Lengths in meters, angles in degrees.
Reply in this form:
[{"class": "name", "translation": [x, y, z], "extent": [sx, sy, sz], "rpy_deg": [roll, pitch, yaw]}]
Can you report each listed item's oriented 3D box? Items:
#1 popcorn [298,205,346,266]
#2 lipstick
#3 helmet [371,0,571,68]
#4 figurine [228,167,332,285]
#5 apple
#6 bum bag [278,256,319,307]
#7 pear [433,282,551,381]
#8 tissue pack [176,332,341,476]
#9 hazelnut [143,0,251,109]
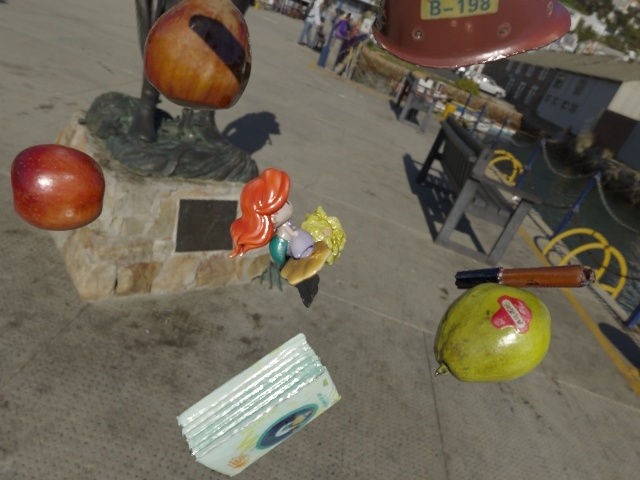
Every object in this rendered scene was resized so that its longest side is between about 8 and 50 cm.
[{"class": "popcorn", "translation": [0.000, 0.000, 1.967], "extent": [0.212, 0.259, 0.259], "rpy_deg": [30, 26, 10]}, {"class": "lipstick", "translation": [0.618, 0.116, 1.448], "extent": [0.418, 0.077, 0.077], "rpy_deg": [-7, -1, 45]}, {"class": "helmet", "translation": [0.281, -0.509, 0.866], "extent": [0.385, 0.230, 0.337], "rpy_deg": [6, 51, 18]}, {"class": "figurine", "translation": [-0.114, -0.026, 1.128], "extent": [0.257, 0.208, 0.181], "rpy_deg": [53, 33, -21]}, {"class": "apple", "translation": [-0.658, -0.131, 1.167], "extent": [0.201, 0.218, 0.218], "rpy_deg": [-1, 33, -37]}, {"class": "bum bag", "translation": [-0.065, 0.109, 1.489], "extent": [0.060, 0.248, 0.123], "rpy_deg": [2, 51, 21]}, {"class": "pear", "translation": [0.481, 0.284, 1.362], "extent": [0.375, 0.287, 0.287], "rpy_deg": [-33, 44, -8]}, {"class": "tissue pack", "translation": [-0.151, 0.457, 1.280], "extent": [0.388, 0.287, 0.162], "rpy_deg": [-32, 56, -11]}, {"class": "hazelnut", "translation": [-0.375, -0.593, 1.492], "extent": [0.365, 0.366, 0.366], "rpy_deg": [17, 25, -8]}]
